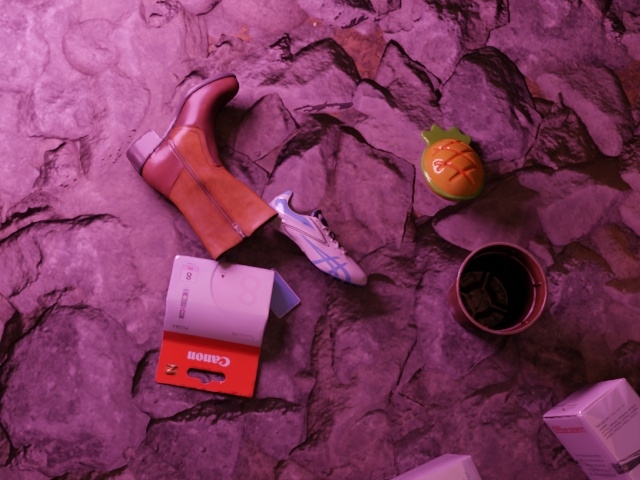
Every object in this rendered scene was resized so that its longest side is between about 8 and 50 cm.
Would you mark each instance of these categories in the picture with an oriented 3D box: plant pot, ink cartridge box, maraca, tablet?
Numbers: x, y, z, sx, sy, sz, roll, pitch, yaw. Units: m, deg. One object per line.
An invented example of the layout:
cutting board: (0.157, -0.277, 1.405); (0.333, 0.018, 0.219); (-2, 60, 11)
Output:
plant pot: (0.314, 0.099, 1.843); (0.167, 0.165, 0.167); (1, 79, -6)
ink cartridge box: (-0.193, 0.155, 1.828); (0.189, 0.066, 0.232); (10, 74, -2)
ink cartridge box: (0.552, 0.390, 1.795); (0.114, 0.197, 0.273); (-37, 85, -13)
maraca: (0.253, -0.152, 1.924); (0.127, 0.099, 0.185); (6, 53, -16)
tablet: (-0.084, 0.099, 1.878); (0.054, 0.006, 0.083); (-39, 86, -12)

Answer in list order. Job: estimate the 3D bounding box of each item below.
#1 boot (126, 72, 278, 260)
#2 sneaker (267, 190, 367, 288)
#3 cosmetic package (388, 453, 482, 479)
boot: (-0.181, -0.143, 1.847); (0.264, 0.096, 0.280); (-42, 76, -11)
sneaker: (0.000, 0.000, 1.864); (0.237, 0.085, 0.086); (41, 99, 4)
cosmetic package: (0.207, 0.472, 1.746); (0.151, 0.183, 0.151); (-22, 83, -10)
